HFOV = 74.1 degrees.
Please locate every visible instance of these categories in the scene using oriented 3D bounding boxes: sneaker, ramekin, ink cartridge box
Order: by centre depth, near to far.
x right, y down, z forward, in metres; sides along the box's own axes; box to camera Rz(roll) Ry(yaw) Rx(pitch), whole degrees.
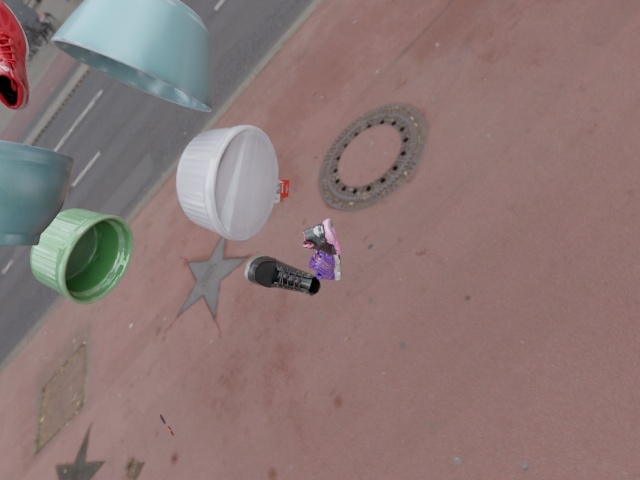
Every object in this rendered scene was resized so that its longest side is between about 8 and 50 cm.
[{"bbox_3d":[0.000,0.000,0.697,0.057,0.119,0.047,-17,70,4],"label":"sneaker"},{"bbox_3d":[-0.648,-0.382,0.879,0.128,0.087,0.221,31,131,51],"label":"sneaker"},{"bbox_3d":[0.007,0.039,0.928,0.071,0.169,0.068,-8,49,-1],"label":"sneaker"},{"bbox_3d":[-0.219,-0.139,1.000,0.127,0.273,0.272,12,72,21],"label":"ramekin"},{"bbox_3d":[-0.094,0.094,1.129,0.118,0.222,0.083,14,89,34],"label":"sneaker"},{"bbox_3d":[-0.132,-0.146,1.271,0.029,0.115,0.062,29,123,41],"label":"ink cartridge box"},{"bbox_3d":[-0.772,0.042,1.380,0.148,0.303,0.303,18,76,11],"label":"ramekin"}]

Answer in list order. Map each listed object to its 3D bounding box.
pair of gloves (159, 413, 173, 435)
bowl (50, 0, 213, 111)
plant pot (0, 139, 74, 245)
[{"bbox_3d":[-0.527,0.632,1.453,0.083,0.010,0.074,49,148,14],"label":"pair of gloves"},{"bbox_3d":[-0.346,-0.400,0.862,0.312,0.312,0.163,24,95,47],"label":"bowl"},{"bbox_3d":[-0.673,-0.086,0.863,0.293,0.293,0.196,1,89,42],"label":"plant pot"}]
